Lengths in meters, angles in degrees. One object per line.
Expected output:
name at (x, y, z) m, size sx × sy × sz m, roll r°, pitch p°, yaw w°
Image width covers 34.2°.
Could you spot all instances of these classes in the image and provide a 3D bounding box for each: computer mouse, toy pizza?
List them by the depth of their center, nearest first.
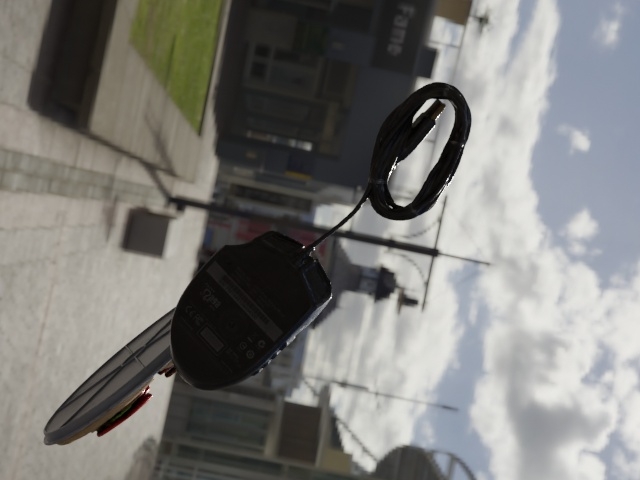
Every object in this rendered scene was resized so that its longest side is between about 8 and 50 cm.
computer mouse at (0.000, 0.000, 0.630) m, size 0.242 × 0.071 × 0.041 m, roll -43°, pitch 171°, yaw 9°
toy pizza at (-0.148, 0.109, 0.880) m, size 0.201 × 0.032 × 0.201 m, roll -38°, pitch -171°, yaw 7°
